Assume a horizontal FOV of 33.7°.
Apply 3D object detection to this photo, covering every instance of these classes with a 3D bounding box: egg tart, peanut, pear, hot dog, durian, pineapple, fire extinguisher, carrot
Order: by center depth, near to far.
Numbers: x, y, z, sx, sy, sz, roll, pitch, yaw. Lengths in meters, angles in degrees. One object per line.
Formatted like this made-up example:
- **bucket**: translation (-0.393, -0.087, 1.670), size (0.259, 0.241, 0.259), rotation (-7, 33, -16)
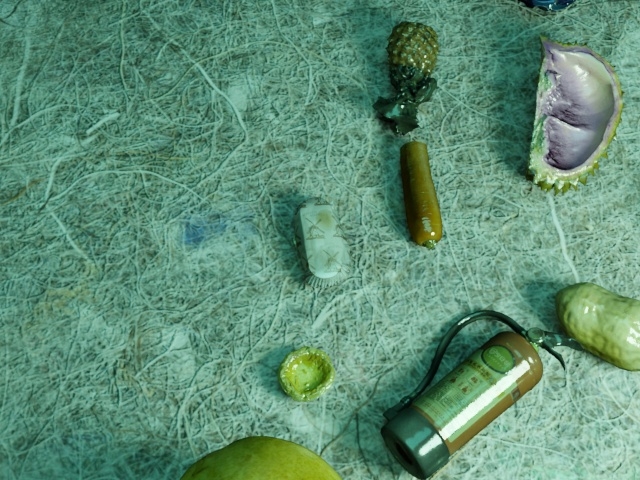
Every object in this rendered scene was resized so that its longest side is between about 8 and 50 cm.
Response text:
- **pear**: translation (-0.086, 0.453, 1.604), size (0.314, 0.314, 0.314), rotation (1, 62, -3)
- **fire extinguisher**: translation (0.260, 0.235, 1.840), size (0.376, 0.113, 0.200), rotation (-34, 69, -19)
- **egg tart**: translation (-0.025, 0.239, 1.863), size (0.105, 0.039, 0.105), rotation (1, 62, -2)
- **peanut**: translation (0.523, 0.154, 1.892), size (0.224, 0.129, 0.129), rotation (23, 64, 11)
- **hot dog**: translation (0.000, 0.000, 1.983), size (0.099, 0.053, 0.192), rotation (-10, 61, -9)
- **carrot**: translation (0.192, -0.085, 2.032), size (0.067, 0.067, 0.225), rotation (-3, 61, -5)
- **durian**: translation (0.500, -0.237, 2.109), size (0.191, 0.112, 0.341), rotation (11, 70, -8)
- **pineapple**: translation (0.176, -0.321, 2.136), size (0.111, 0.119, 0.237), rotation (29, 59, -39)

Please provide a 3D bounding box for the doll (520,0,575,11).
- **doll**: translation (0.499, -0.643, 2.242), size (0.309, 0.284, 0.240), rotation (-28, 25, -12)
